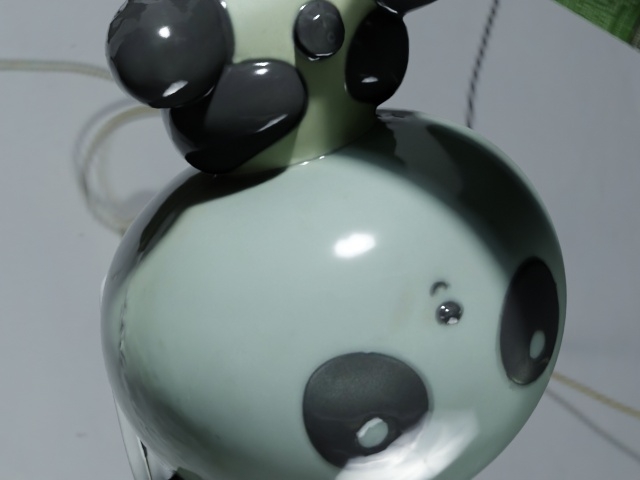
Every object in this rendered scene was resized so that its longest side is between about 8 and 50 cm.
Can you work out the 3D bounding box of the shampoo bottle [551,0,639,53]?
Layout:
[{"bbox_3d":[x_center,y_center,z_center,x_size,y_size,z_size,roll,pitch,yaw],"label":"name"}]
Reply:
[{"bbox_3d":[0.115,-0.093,0.550,0.204,0.065,0.065,33,70,10],"label":"shampoo bottle"}]

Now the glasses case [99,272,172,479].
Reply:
[{"bbox_3d":[-0.077,0.089,0.931,0.076,0.049,0.197,18,40,-39],"label":"glasses case"}]

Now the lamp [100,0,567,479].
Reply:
[{"bbox_3d":[0.000,0.000,0.670,0.197,0.197,0.244,-26,116,-27],"label":"lamp"}]
